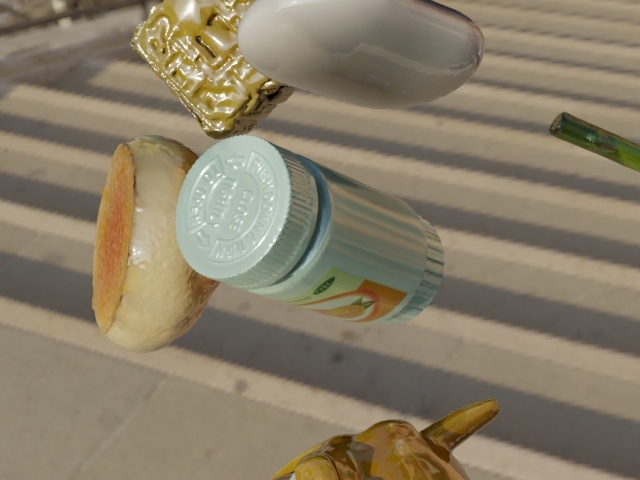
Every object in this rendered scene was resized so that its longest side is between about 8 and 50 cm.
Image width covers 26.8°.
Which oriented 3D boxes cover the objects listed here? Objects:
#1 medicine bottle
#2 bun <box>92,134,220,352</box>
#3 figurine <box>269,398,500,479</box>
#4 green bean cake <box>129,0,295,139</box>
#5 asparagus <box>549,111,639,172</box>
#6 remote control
[{"bbox_3d":[0.000,0.000,1.485,0.158,0.318,0.158,-11,71,35],"label":"medicine bottle"},{"bbox_3d":[-0.208,0.010,1.825,0.164,0.299,0.299,8,33,-18],"label":"bun"},{"bbox_3d":[0.046,0.346,1.410,0.268,0.387,0.401,36,35,9],"label":"figurine"},{"bbox_3d":[-0.133,-0.289,1.945,0.224,0.230,0.131,-44,-3,18],"label":"green bean cake"},{"bbox_3d":[0.417,-0.136,1.929,0.178,0.045,0.041,23,81,-3],"label":"asparagus"},{"bbox_3d":[0.052,-0.237,1.630,0.221,0.332,0.104,-22,64,44],"label":"remote control"}]
